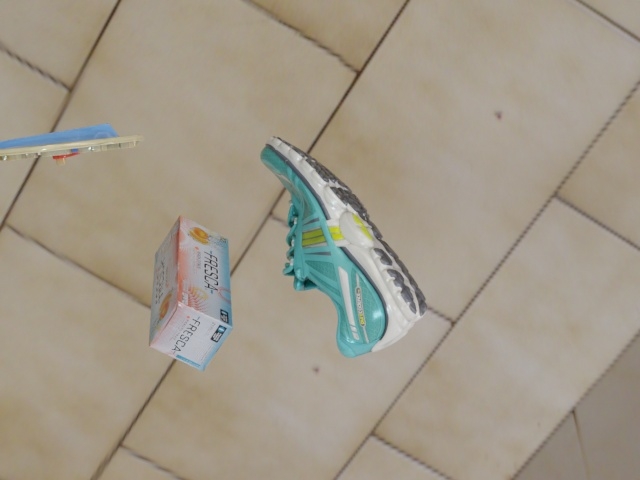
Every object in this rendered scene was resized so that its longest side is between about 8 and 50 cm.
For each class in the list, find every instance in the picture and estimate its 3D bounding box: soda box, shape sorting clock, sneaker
[{"bbox_3d":[-0.128,0.048,1.137,0.063,0.183,0.058,28,112,-18],"label":"soda box"},{"bbox_3d":[-0.314,-0.111,1.375,0.206,0.206,0.040,-9,97,9],"label":"shape sorting clock"},{"bbox_3d":[0.000,0.000,1.219,0.110,0.107,0.275,-38,62,11],"label":"sneaker"}]
